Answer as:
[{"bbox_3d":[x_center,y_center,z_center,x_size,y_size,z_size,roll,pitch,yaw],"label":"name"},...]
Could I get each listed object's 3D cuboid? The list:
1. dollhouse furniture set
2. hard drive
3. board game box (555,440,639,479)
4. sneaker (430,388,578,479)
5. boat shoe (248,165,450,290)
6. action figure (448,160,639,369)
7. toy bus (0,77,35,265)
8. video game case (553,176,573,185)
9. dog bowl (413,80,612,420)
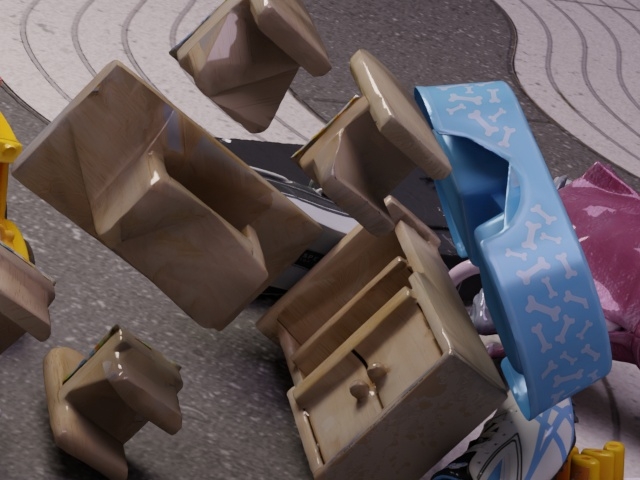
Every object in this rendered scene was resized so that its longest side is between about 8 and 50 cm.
[{"bbox_3d":[-0.062,0.002,1.590,0.394,0.362,0.256,39,14,-28],"label":"dollhouse furniture set"},{"bbox_3d":[0.004,-0.022,2.032,0.339,0.064,0.237,4,27,-33],"label":"hard drive"},{"bbox_3d":[0.403,0.217,1.501,0.390,0.050,0.390,-1,10,-12],"label":"board game box"},{"bbox_3d":[0.138,0.180,1.578,0.086,0.085,0.237,40,45,-12],"label":"sneaker"},{"bbox_3d":[-0.003,0.003,1.827,0.306,0.113,0.105,16,30,-40],"label":"boat shoe"},{"bbox_3d":[0.324,0.070,1.840,0.370,0.248,0.275,30,26,31],"label":"action figure"},{"bbox_3d":[-0.314,-0.059,1.693,0.149,0.211,0.220,5,28,-32],"label":"toy bus"},{"bbox_3d":[0.406,0.042,2.224,0.300,0.036,0.329,17,24,-4],"label":"video game case"},{"bbox_3d":[0.149,-0.002,1.553,0.074,0.166,0.297,-17,52,-1],"label":"dog bowl"}]
